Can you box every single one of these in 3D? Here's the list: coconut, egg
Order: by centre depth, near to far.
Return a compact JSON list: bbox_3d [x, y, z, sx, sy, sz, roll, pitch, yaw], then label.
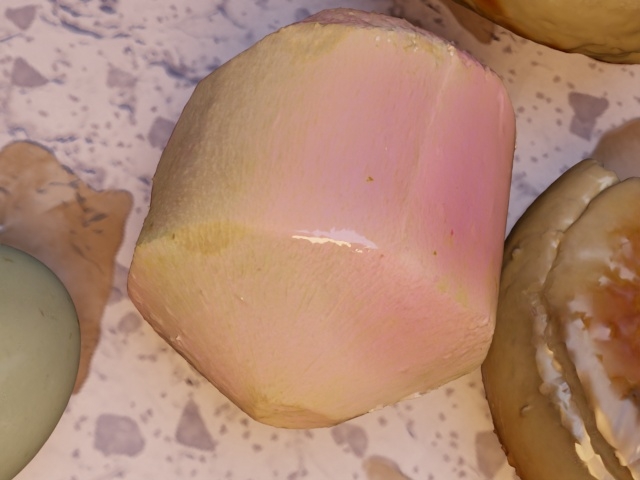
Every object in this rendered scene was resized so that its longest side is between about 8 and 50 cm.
[{"bbox_3d":[-0.225,0.080,0.838,0.149,0.149,0.192,47,54,3],"label":"egg"},{"bbox_3d":[0.000,0.000,0.912,0.233,0.233,0.245,21,65,-10],"label":"coconut"}]

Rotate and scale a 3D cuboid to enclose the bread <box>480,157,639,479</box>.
[{"bbox_3d":[0.219,0.122,0.959,0.314,0.171,0.192,42,66,1],"label":"bread"}]

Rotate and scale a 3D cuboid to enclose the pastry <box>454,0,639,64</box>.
[{"bbox_3d":[0.203,-0.305,1.037,0.388,0.312,0.388,5,59,-9],"label":"pastry"}]
